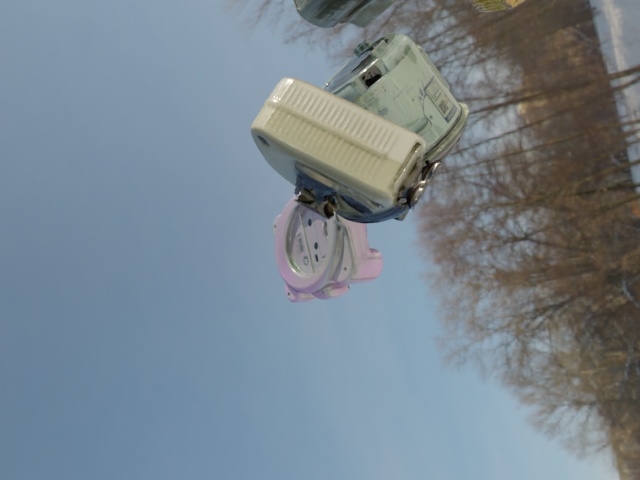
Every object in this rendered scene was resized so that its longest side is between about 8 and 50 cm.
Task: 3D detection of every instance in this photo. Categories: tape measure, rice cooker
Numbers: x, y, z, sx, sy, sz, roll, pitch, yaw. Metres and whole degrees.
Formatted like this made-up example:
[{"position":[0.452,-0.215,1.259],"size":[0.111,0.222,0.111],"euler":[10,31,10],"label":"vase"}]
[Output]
[{"position":[0.043,-0.098,0.975],"size":[0.132,0.271,0.231],"euler":[-61,-17,-10],"label":"tape measure"},{"position":[0.150,-0.255,1.381],"size":[0.316,0.264,0.316],"euler":[50,-178,-2],"label":"rice cooker"}]

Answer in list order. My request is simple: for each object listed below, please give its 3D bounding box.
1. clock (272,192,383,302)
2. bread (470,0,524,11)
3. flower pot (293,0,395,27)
[{"position":[0.000,0.000,1.275],"size":[0.090,0.248,0.227],"euler":[0,-111,-34],"label":"clock"},{"position":[0.358,-0.534,1.317],"size":[0.190,0.114,0.132],"euler":[-46,-58,-22],"label":"bread"},{"position":[0.052,-0.525,1.428],"size":[0.229,0.108,0.103],"euler":[-20,-97,-49],"label":"flower pot"}]
